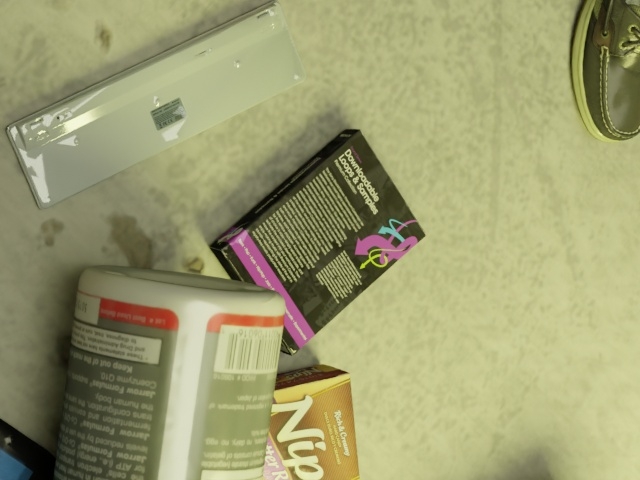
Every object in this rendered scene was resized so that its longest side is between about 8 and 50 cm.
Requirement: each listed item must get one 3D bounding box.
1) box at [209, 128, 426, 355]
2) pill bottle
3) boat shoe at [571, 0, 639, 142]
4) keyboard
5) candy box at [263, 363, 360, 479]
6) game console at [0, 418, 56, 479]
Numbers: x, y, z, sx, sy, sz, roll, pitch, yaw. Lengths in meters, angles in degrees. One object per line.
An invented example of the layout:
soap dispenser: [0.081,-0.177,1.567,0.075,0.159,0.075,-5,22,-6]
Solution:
box: [0.000,0.000,1.654,0.162,0.029,0.116,-40,114,-18]
pill bottle: [-0.123,0.169,1.528,0.161,0.161,0.283,7,93,-30]
boat shoe: [0.278,-0.197,1.760,0.080,0.073,0.223,4,93,-30]
keyboard: [-0.125,-0.110,1.582,0.256,0.014,0.072,-28,114,-23]
candy box: [-0.024,0.205,1.651,0.109,0.053,0.186,-10,102,-28]
game console: [-0.330,0.212,1.419,0.293,0.250,0.173,39,104,-27]
